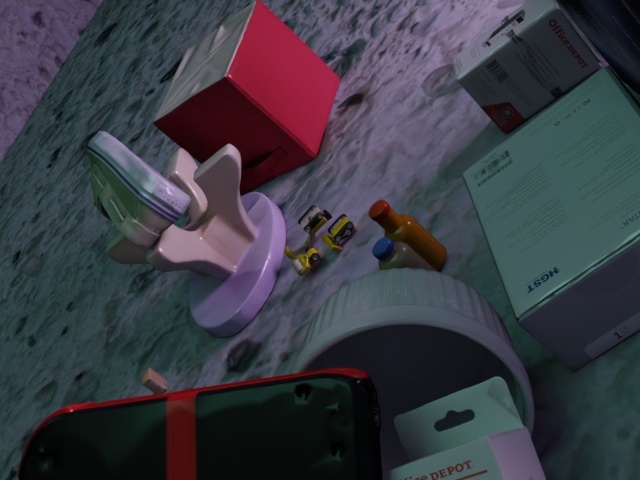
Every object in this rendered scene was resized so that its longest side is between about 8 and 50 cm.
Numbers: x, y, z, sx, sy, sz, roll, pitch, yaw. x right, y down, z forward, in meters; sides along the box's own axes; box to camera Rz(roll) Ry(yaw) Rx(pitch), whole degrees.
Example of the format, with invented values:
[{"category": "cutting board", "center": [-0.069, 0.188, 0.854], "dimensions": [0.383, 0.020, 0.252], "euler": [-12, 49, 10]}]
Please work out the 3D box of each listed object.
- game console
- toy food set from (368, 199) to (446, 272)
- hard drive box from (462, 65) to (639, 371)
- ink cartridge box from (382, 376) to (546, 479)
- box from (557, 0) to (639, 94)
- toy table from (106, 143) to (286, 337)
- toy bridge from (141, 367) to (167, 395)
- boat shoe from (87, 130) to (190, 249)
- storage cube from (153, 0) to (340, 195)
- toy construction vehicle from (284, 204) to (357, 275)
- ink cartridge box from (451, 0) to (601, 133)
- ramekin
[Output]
[{"category": "game console", "center": [-0.099, 0.306, 0.724], "dimensions": [0.342, 0.060, 0.386], "euler": [-11, 72, 24]}, {"category": "toy food set", "center": [0.050, 0.079, 0.986], "dimensions": [0.232, 0.104, 0.111], "euler": [-53, 29, -7]}, {"category": "hard drive box", "center": [0.245, -0.027, 0.857], "dimensions": [0.181, 0.089, 0.232], "euler": [-38, 30, 21]}, {"category": "ink cartridge box", "center": [0.109, 0.210, 0.683], "dimensions": [0.115, 0.067, 0.198], "euler": [-30, 70, 32]}, {"category": "box", "center": [0.311, -0.230, 0.795], "dimensions": [0.183, 0.296, 0.294], "euler": [-42, 28, 14]}, {"category": "toy table", "center": [-0.163, -0.010, 1.337], "dimensions": [0.252, 0.161, 0.274], "euler": [-42, 28, 13]}, {"category": "toy bridge", "center": [-0.275, 0.253, 1.276], "dimensions": [0.188, 0.063, 0.026], "euler": [-42, 29, 10]}, {"category": "boat shoe", "center": [-0.273, -0.075, 1.293], "dimensions": [0.094, 0.109, 0.302], "euler": [-52, 30, -3]}, {"category": "storage cube", "center": [-0.113, -0.222, 1.485], "dimensions": [0.183, 0.193, 0.215], "euler": [-23, 39, 39]}, {"category": "toy construction vehicle", "center": [0.000, 0.000, 1.234], "dimensions": [0.098, 0.035, 0.086], "euler": [-49, 39, 6]}, {"category": "ink cartridge box", "center": [0.234, -0.204, 1.074], "dimensions": [0.135, 0.099, 0.056], "euler": [-35, 31, 23]}, {"category": "ramekin", "center": [0.074, 0.120, 0.811], "dimensions": [0.207, 0.207, 0.109], "euler": [-36, 22, 23]}]
